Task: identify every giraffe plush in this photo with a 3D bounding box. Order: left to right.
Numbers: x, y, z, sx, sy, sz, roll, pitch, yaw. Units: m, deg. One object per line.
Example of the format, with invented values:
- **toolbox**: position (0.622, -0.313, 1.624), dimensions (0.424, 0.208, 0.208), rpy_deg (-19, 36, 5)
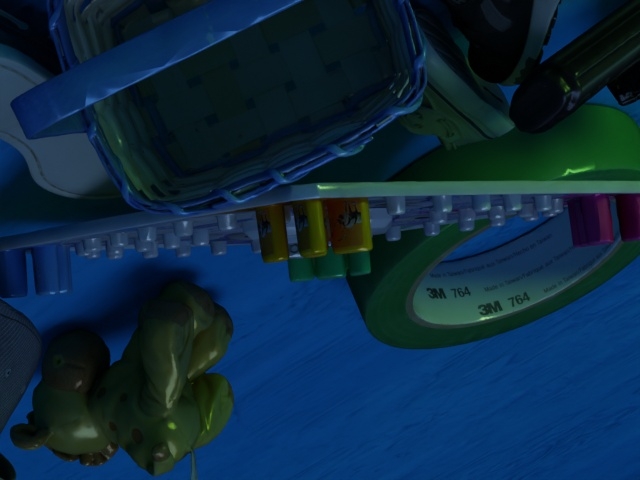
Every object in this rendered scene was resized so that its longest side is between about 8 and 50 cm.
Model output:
- **giraffe plush**: position (-0.188, 0.142, 1.731), dimensions (0.170, 0.210, 0.181), rpy_deg (1, 164, 18)

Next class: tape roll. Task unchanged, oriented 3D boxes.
- **tape roll**: position (0.179, -0.008, 1.814), dimensions (0.321, 0.077, 0.321), rpy_deg (-18, 154, -9)

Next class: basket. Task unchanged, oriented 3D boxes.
- **basket**: position (-0.060, -0.128, 1.201), dimensions (0.254, 0.201, 0.289), rpy_deg (-24, -175, 2)

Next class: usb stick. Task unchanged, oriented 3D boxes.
- **usb stick**: position (0.241, -0.160, 1.479), dimensions (0.278, 0.045, 0.077), rpy_deg (-37, 177, -43)

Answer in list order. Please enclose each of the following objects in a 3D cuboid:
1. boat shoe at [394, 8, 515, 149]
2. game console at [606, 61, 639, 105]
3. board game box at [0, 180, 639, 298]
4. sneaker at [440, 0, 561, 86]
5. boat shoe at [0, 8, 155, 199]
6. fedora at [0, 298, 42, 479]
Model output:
- **boat shoe**: position (0.094, -0.115, 1.524), dimensions (0.075, 0.083, 0.226), rpy_deg (-31, 154, 13)
- **game console**: position (0.298, -0.171, 1.594), dimensions (0.122, 0.107, 0.071), rpy_deg (-22, 129, -1)
- **board game box**: position (0.000, 0.000, 1.484), dimensions (0.390, 0.050, 0.390), rpy_deg (-2, 175, -43)
- **sneaker**: position (0.121, -0.210, 1.383), dimensions (0.124, 0.107, 0.283), rpy_deg (11, 158, -2)
- **boat shoe**: position (-0.197, -0.099, 1.324), dimensions (0.095, 0.079, 0.254), rpy_deg (-29, 152, 19)
- **fedora**: position (-0.309, 0.076, 1.460), dimensions (0.124, 0.243, 0.275), rpy_deg (-51, 154, -10)
